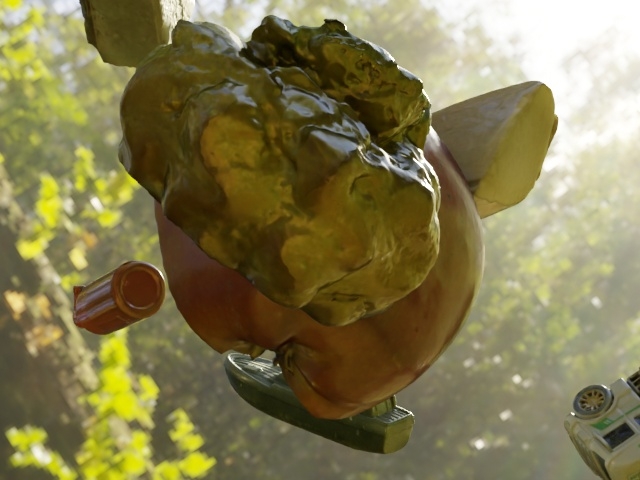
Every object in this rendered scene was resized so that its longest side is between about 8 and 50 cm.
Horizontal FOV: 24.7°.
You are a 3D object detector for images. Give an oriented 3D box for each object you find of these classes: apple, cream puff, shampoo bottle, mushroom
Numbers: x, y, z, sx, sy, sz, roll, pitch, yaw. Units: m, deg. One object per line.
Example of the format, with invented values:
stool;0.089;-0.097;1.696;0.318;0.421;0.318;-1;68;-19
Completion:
apple;0.000;0.000;1.483;0.365;0.328;0.295;-77;-14;-50
cream puff;-0.010;-0.072;1.080;0.185;0.282;0.282;-50;-16;16
shampoo bottle;-0.299;0.088;2.069;0.085;0.085;0.244;-28;4;-30
mushroom;0.100;-0.070;1.773;0.407;0.154;0.137;-17;-29;36

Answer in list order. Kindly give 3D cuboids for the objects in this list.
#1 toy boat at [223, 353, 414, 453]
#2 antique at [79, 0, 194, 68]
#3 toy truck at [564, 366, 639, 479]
toy boat;-0.010;0.174;1.686;0.078;0.260;0.085;-13;-66;-50
antique;-0.265;-0.386;2.009;0.284;0.125;0.150;82;-163;-51
toy truck;0.521;0.211;1.976;0.367;0.175;0.146;-34;-57;2
